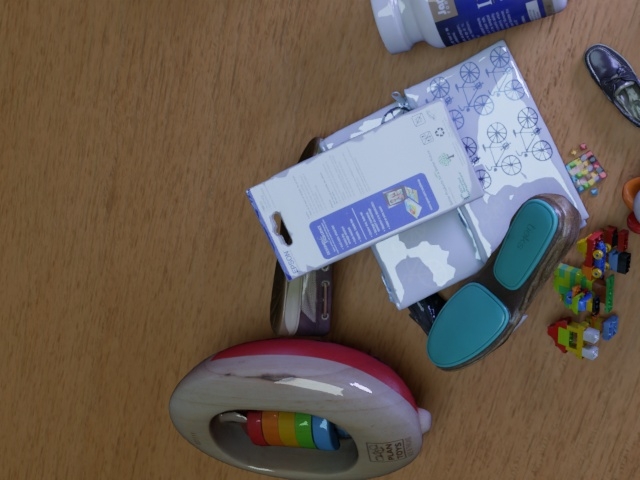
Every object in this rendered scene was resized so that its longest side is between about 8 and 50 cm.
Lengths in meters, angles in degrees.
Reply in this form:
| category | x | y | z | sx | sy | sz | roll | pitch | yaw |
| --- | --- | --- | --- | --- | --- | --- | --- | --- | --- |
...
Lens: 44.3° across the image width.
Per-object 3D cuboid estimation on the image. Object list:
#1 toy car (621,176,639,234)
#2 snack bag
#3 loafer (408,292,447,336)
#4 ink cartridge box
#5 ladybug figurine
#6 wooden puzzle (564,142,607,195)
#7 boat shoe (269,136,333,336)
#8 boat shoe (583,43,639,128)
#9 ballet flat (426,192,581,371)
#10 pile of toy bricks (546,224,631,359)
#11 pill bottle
| category | x | y | z | sx | sy | sz | roll | pitch | yaw |
| --- | --- | --- | --- | --- | --- | --- | --- | --- | --- |
| toy car | 0.523 | -0.034 | 1.151 | 0.182 | 0.159 | 0.136 | 44 | 144 | 4 |
| snack bag | 0.202 | -0.097 | 1.244 | 0.342 | 0.037 | 0.323 | -25 | 94 | 8 |
| loafer | 0.178 | 0.118 | 1.327 | 0.061 | 0.062 | 0.170 | -23 | 90 | 42 |
| ink cartridge box | 0.067 | -0.077 | 1.213 | 0.333 | 0.065 | 0.165 | -23 | 96 | 8 |
| ladybug figurine | -0.033 | 0.279 | 1.336 | 0.449 | 0.162 | 0.305 | 2 | 133 | 15 |
| wooden puzzle | 0.413 | -0.108 | 1.228 | 0.049 | 0.006 | 0.083 | -34 | 90 | 20 |
| boat shoe | 0.000 | 0.000 | 1.336 | 0.123 | 0.123 | 0.342 | 8 | 94 | -15 |
| boat shoe | 0.450 | -0.230 | 1.168 | 0.056 | 0.049 | 0.152 | -41 | 87 | 21 |
| ballet flat | 0.294 | 0.072 | 1.219 | 0.116 | 0.124 | 0.342 | 48 | 123 | 36 |
| pile of toy bricks | 0.406 | 0.068 | 1.229 | 0.105 | 0.118 | 0.212 | 20 | 126 | 41 |
| pill bottle | 0.214 | -0.373 | 1.157 | 0.265 | 0.153 | 0.153 | -14 | 97 | 20 |
